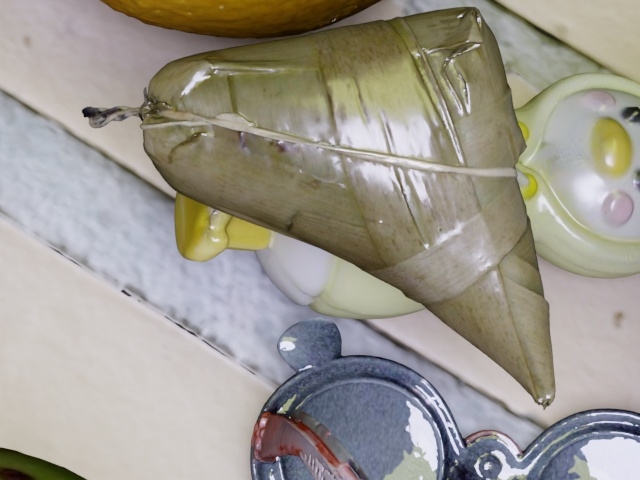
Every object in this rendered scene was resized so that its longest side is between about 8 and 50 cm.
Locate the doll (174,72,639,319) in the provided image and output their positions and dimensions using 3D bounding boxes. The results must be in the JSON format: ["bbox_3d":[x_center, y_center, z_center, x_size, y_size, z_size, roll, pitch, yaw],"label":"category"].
[{"bbox_3d":[0.072,-0.035,0.952,0.296,0.117,0.141,-5,66,-12],"label":"doll"}]

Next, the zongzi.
[{"bbox_3d":[0.000,0.000,0.840,0.189,0.081,0.178,-10,89,0],"label":"zongzi"}]

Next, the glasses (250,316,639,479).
[{"bbox_3d":[0.095,0.096,0.814,0.234,0.268,0.118,14,81,-5],"label":"glasses"}]

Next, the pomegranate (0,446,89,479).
[{"bbox_3d":[-0.131,0.224,0.721,0.242,0.242,0.306,-21,72,-19],"label":"pomegranate"}]

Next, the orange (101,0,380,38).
[{"bbox_3d":[-0.036,-0.234,0.953,0.274,0.274,0.274,4,63,-8],"label":"orange"}]
